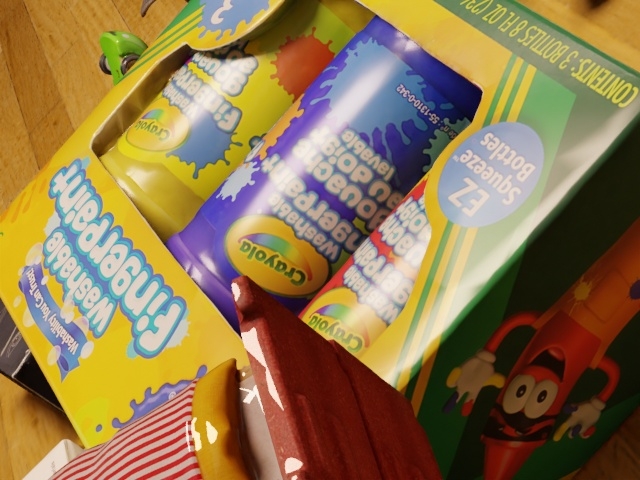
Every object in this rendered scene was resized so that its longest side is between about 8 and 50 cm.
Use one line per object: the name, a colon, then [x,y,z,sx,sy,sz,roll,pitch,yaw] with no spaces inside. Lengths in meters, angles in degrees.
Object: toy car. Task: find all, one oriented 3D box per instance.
toy car: [-0.132,-0.080,1.311,0.053,0.225,0.239,-24,19,-22]

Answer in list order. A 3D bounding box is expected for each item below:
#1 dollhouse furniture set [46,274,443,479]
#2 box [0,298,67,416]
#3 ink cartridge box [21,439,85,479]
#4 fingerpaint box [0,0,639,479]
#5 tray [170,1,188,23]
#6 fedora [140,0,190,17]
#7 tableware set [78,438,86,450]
dollhouse furniture set: [-0.021,0.227,0.604,0.201,0.152,0.374,-34,50,16]
box: [-0.226,0.067,1.359,0.156,0.093,0.158,-56,29,-12]
ink cartridge box: [-0.173,0.270,0.948,0.237,0.172,0.100,-45,28,9]
fingerpaint box: [0.000,0.000,0.969,0.371,0.163,0.445,-48,38,4]
tray: [-0.045,-0.155,1.394,0.411,0.076,0.203,1,56,55]
fedora: [-0.023,-0.234,1.242,0.243,0.124,0.275,-38,18,15]
tableware set: [-0.147,0.154,1.217,0.154,0.024,0.104,-17,39,47]
